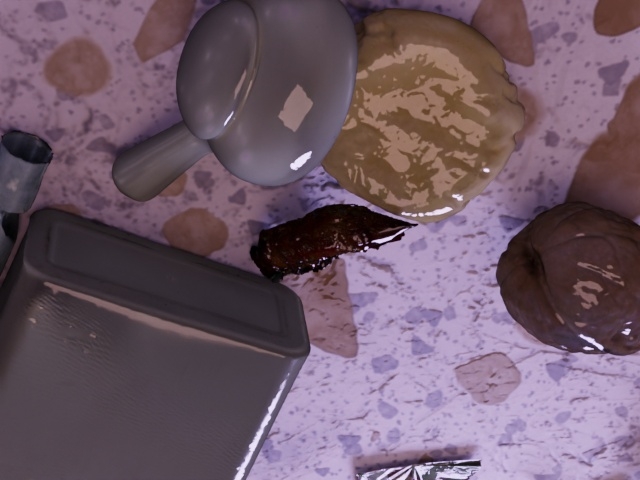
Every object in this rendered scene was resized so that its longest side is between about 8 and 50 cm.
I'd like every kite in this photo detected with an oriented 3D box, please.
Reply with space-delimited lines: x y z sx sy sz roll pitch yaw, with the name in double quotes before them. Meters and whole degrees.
"kite" 0.142 0.365 1.730 0.250 0.012 0.229 31 117 -24

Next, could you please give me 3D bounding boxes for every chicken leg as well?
"chicken leg" 0.000 0.000 1.400 0.105 0.234 0.063 -8 84 -34

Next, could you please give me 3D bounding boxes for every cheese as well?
"cheese" 0.097 -0.136 1.349 0.226 0.117 0.214 33 107 -19

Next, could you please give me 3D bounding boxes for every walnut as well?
"walnut" 0.314 0.052 1.467 0.230 0.178 0.178 29 115 -35

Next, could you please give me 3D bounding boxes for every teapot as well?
"teapot" -0.086 -0.123 1.281 0.149 0.220 0.318 12 120 -28

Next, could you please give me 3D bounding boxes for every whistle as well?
"whistle" -0.378 0.019 1.419 0.062 0.062 0.312 21 118 -19

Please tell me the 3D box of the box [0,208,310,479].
"box" -0.234 0.179 1.477 0.352 0.177 0.343 19 115 -17
